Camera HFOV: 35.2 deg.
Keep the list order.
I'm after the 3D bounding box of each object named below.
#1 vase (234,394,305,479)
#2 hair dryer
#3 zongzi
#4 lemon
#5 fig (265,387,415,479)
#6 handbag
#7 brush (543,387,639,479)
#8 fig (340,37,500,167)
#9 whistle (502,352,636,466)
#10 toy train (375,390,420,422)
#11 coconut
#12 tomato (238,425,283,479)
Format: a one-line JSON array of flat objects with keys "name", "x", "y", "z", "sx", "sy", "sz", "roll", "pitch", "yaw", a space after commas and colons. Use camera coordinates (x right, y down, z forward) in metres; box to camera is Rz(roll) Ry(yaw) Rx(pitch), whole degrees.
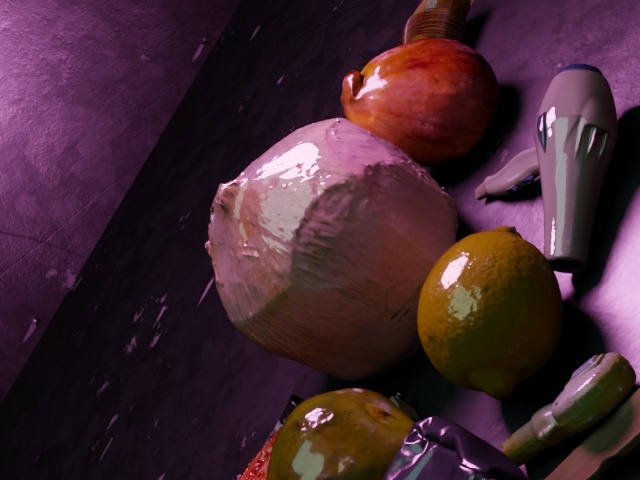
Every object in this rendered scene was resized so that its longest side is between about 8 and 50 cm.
[{"name": "vase", "x": -0.073, "y": 0.336, "z": 1.654, "sx": 0.167, "sy": 0.059, "sz": 0.059, "roll": -55, "pitch": 24, "yaw": 5}, {"name": "hair dryer", "x": 0.314, "y": -0.060, "z": 1.411, "sx": 0.298, "sy": 0.119, "sz": 0.296, "roll": 124, "pitch": 158, "yaw": -43}, {"name": "zongzi", "x": 0.192, "y": -0.339, "z": 1.972, "sx": 0.241, "sy": 0.111, "sz": 0.248, "roll": 134, "pitch": 154, "yaw": -66}, {"name": "lemon", "x": 0.215, "y": 0.084, "z": 1.282, "sx": 0.184, "sy": 0.184, "sz": 0.248, "roll": -32, "pitch": 38, "yaw": 43}, {"name": "fig", "x": 0.038, "y": 0.353, "z": 1.301, "sx": 0.233, "sy": 0.233, "sz": 0.314, "roll": -168, "pitch": 78, "yaw": -64}, {"name": "handbag", "x": 0.140, "y": 0.360, "z": 1.071, "sx": 0.302, "sy": 0.177, "sz": 0.275, "roll": -65, "pitch": 13, "yaw": -5}, {"name": "brush", "x": 0.319, "y": 0.221, "z": 1.085, "sx": 0.282, "sy": 0.048, "sz": 0.054, "roll": -52, "pitch": 21, "yaw": 28}, {"name": "fig", "x": 0.171, "y": -0.234, "z": 1.717, "sx": 0.263, "sy": 0.224, "sz": 0.224, "roll": -13, "pitch": 34, "yaw": 4}, {"name": "whistle", "x": 0.277, "y": 0.194, "z": 1.155, "sx": 0.104, "sy": 0.057, "sz": 0.198, "roll": -33, "pitch": -11, "yaw": -50}, {"name": "toy train", "x": 0.080, "y": 0.281, "z": 1.448, "sx": 0.138, "sy": 0.050, "sz": 0.087, "roll": -51, "pitch": 28, "yaw": 12}, {"name": "coconut", "x": 0.000, "y": 0.000, "z": 1.564, "sx": 0.404, "sy": 0.404, "sz": 0.405, "roll": -42, "pitch": 28, "yaw": 29}, {"name": "tomato", "x": -0.053, "y": 0.375, "z": 1.538, "sx": 0.166, "sy": 0.082, "sz": 0.174, "roll": -51, "pitch": 20, "yaw": 3}]
